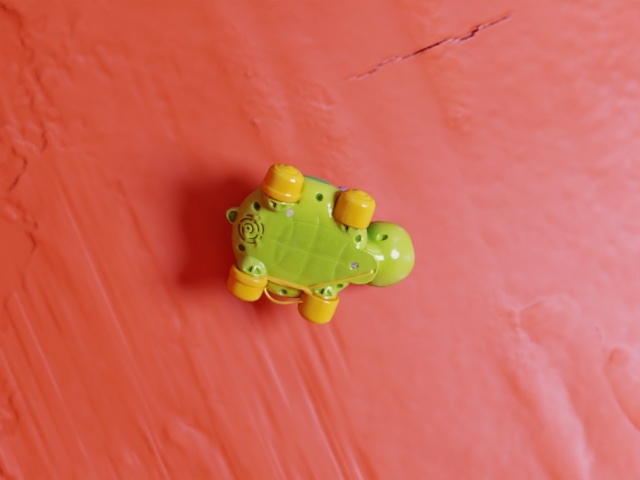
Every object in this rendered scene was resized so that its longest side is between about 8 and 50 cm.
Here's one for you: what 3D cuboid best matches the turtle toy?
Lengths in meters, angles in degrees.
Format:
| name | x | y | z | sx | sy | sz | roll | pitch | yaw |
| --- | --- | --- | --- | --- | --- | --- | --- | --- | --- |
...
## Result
| name | x | y | z | sx | sy | sz | roll | pitch | yaw |
| --- | --- | --- | --- | --- | --- | --- | --- | --- | --- |
| turtle toy | 0.000 | 0.000 | 1.211 | 0.130 | 0.066 | 0.095 | 18 | 109 | -10 |
